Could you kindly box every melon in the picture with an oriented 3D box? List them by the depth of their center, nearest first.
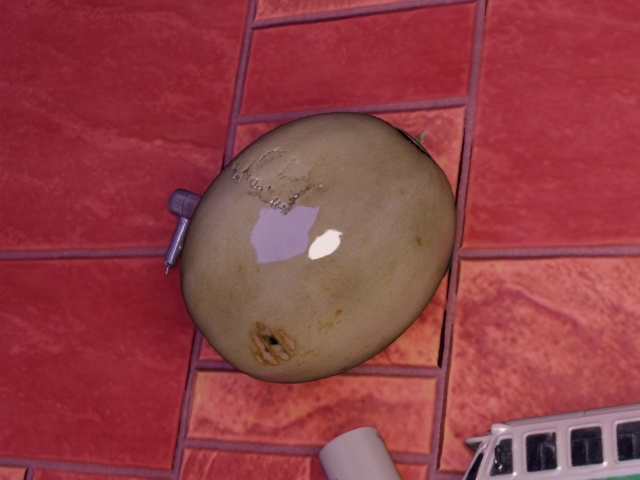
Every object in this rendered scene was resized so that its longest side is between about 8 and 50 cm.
[{"bbox_3d":[0.000,0.000,1.342,0.330,0.268,0.268,-41,57,1],"label":"melon"}]

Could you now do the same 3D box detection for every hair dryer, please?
[{"bbox_3d":[-0.177,-0.006,1.584,0.063,0.037,0.114,21,90,32],"label":"hair dryer"}]

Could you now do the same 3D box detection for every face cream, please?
[{"bbox_3d":[0.078,0.322,1.288,0.077,0.077,0.250,-35,57,13],"label":"face cream"}]

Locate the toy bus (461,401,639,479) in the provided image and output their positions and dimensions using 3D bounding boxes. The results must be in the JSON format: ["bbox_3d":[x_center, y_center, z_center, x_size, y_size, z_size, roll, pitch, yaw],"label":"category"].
[{"bbox_3d":[0.275,0.249,1.168,0.305,0.143,0.179,-13,63,25],"label":"toy bus"}]
